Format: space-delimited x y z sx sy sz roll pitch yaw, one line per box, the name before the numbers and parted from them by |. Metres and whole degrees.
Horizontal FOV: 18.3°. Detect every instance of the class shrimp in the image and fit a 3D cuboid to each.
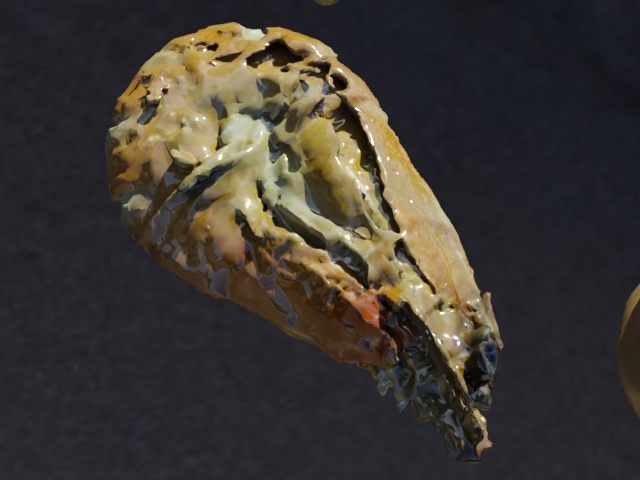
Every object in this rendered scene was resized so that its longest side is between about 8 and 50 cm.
shrimp | 0.000 0.000 0.609 0.091 0.184 0.043 -32 148 -17

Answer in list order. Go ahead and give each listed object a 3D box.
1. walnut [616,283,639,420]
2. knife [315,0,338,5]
walnut | 0.336 0.050 1.046 0.381 0.381 0.381 12 72 -41
knife | -0.025 -0.169 0.847 0.047 0.017 0.298 -44 158 -8
